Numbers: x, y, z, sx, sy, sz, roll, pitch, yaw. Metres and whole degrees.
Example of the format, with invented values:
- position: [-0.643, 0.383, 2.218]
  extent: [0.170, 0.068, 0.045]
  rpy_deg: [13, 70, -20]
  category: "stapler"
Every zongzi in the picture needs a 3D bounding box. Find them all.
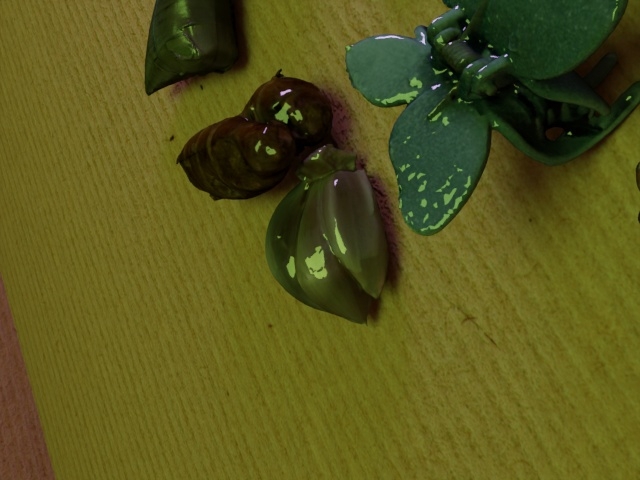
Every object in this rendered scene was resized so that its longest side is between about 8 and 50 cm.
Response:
- position: [-0.328, -0.516, 1.719]
  extent: [0.361, 0.160, 0.322]
  rpy_deg: [-10, 78, 55]
  category: "zongzi"

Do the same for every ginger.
- position: [-0.124, -0.196, 1.472]
  extent: [0.176, 0.254, 0.418]
  rpy_deg: [48, 151, -15]
  category: "ginger"

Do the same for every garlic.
- position: [0.002, 0.000, 1.378]
  extent: [0.279, 0.132, 0.324]
  rpy_deg: [-15, 75, 56]
  category: "garlic"

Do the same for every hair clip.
- position: [0.239, -0.238, 1.013]
  extent: [0.318, 0.239, 0.392]
  rpy_deg: [56, 130, 30]
  category: "hair clip"

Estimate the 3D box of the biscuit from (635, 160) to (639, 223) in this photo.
- position: [0.517, -0.077, 0.812]
  extent: [0.326, 0.107, 0.325]
  rpy_deg: [8, 100, 49]
  category: "biscuit"
